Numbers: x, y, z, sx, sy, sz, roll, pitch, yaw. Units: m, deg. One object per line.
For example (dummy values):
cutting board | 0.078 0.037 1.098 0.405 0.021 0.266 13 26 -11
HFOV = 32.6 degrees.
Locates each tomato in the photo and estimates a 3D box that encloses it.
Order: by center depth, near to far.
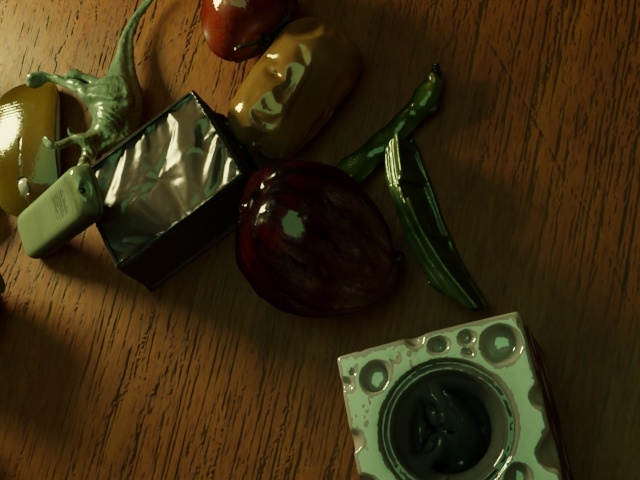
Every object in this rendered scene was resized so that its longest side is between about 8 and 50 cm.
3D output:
tomato | -0.118 -0.373 1.745 0.167 0.167 0.167 -5 73 16

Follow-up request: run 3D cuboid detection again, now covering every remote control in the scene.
remote control | -0.408 -0.039 1.695 0.309 0.038 0.090 -26 80 56

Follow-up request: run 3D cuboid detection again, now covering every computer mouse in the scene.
computer mouse | -0.494 -0.160 1.857 0.126 0.056 0.245 -9 73 16

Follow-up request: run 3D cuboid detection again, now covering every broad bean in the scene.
broad bean | 0.106 -0.162 1.667 0.256 0.053 0.052 -47 29 -1

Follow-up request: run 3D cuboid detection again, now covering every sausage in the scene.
sausage | -0.042 -0.234 1.697 0.136 0.120 0.241 38 85 20

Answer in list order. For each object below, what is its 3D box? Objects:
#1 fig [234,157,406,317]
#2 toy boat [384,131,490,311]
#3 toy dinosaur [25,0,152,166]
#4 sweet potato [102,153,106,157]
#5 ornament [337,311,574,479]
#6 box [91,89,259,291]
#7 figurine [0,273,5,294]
fig | -0.012 -0.001 1.569 0.263 0.224 0.224 41 89 14
toy boat | 0.158 -0.019 1.588 0.055 0.093 0.293 -33 66 26
toy dinosaur | -0.362 -0.259 1.826 0.206 0.092 0.393 24 65 20
sweet potato | -0.351 -0.126 1.811 0.153 0.038 0.041 -21 91 2
ornament | 0.185 0.254 1.415 0.239 0.240 0.239 -16 70 14
box | -0.229 -0.077 1.694 0.252 0.153 0.188 -33 68 5
figurine | -0.660 0.061 1.786 0.327 0.169 0.218 18 65 19
